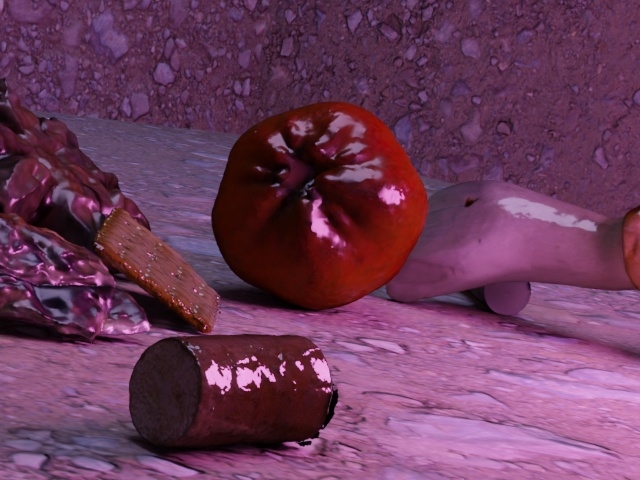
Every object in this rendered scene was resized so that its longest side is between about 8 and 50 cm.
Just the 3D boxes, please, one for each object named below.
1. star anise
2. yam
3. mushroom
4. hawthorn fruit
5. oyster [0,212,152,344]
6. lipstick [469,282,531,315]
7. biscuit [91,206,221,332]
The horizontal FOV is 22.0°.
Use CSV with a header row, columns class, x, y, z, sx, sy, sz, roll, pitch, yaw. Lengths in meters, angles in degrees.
class,x,y,z,sx,sy,sz,roll,pitch,yaw
star anise,-0.303,-0.067,1.682,0.315,0.108,0.315,40,18,-15
yam,-0.058,0.097,1.082,0.127,0.084,0.084,7,6,-46
mushroom,0.241,0.010,1.840,0.329,0.159,0.122,2,-21,33
hawthorn fruit,0.011,-0.027,1.752,0.224,0.224,0.261,12,-10,19
oyster,-0.293,0.012,1.394,0.275,0.100,0.271,9,-10,37
lipstick,0.205,0.043,2.042,0.059,0.059,0.264,9,7,-6
biscuit,-0.150,0.027,1.551,0.144,0.016,0.203,38,7,-5
